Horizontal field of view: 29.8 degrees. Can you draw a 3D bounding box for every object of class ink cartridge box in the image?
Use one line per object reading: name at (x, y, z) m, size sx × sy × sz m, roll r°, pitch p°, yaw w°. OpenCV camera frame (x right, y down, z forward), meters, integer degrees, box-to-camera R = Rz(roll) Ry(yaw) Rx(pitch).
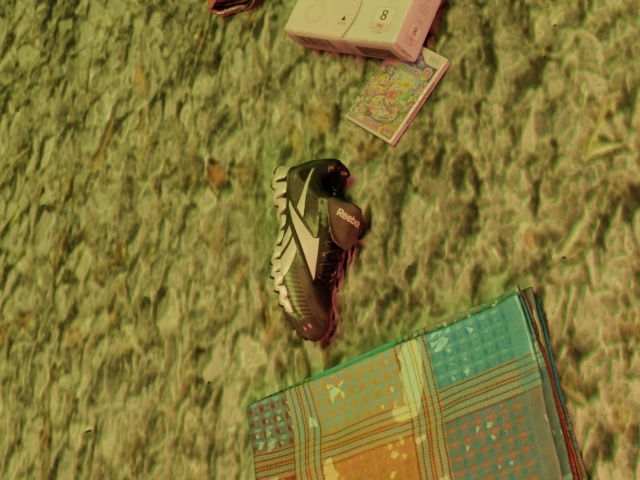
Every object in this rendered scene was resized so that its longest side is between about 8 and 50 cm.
ink cartridge box at (0.078, -0.342, 1.502) m, size 0.189 × 0.066 × 0.232 m, roll 15°, pitch 82°, yaw 42°

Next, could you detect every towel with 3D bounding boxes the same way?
towel at (0.087, 0.230, 1.252) m, size 0.370 × 0.040 × 0.272 m, roll -25°, pitch 56°, yaw 24°

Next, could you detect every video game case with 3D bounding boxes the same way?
video game case at (0.092, -0.182, 1.455) m, size 0.087 × 0.011 × 0.122 m, roll 35°, pitch 91°, yaw 40°

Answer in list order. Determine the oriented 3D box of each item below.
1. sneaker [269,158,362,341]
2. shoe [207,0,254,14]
sneaker at (0.000, 0.000, 1.393) m, size 0.106 × 0.078 × 0.234 m, roll -21°, pitch 56°, yaw 29°
shoe at (-0.084, -0.369, 1.635) m, size 0.178 × 0.063 × 0.081 m, roll -18°, pitch 61°, yaw 34°
